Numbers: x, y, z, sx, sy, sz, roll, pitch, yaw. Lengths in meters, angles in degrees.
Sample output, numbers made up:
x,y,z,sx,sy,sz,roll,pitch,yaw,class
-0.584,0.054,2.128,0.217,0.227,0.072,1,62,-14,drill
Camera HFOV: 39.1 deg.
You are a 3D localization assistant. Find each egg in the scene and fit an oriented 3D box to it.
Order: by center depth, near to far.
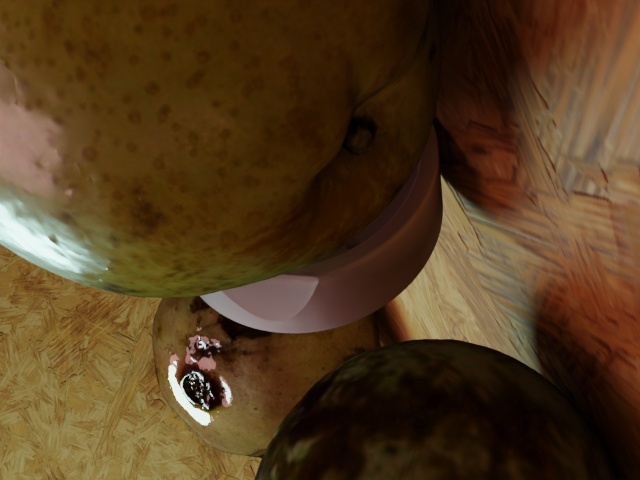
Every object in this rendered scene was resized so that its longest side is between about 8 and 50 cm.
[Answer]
x,y,z,sx,sy,sz,roll,pitch,yaw,class
0.065,0.203,0.568,0.238,0.289,0.238,17,153,9,egg

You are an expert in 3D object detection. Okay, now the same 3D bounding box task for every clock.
x,y,z,sx,sy,sz,roll,pitch,yaw,class
-0.015,-0.036,0.627,0.196,0.197,0.068,60,173,35,clock

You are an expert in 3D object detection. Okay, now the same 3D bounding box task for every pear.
x,y,z,sx,sy,sz,roll,pitch,yaw,class
-0.077,-0.113,0.465,0.303,0.304,0.304,63,173,14,pear

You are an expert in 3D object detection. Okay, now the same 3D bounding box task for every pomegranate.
x,y,z,sx,sy,sz,roll,pitch,yaw,class
-0.075,0.142,1.221,0.322,0.322,0.322,63,173,14,pomegranate
